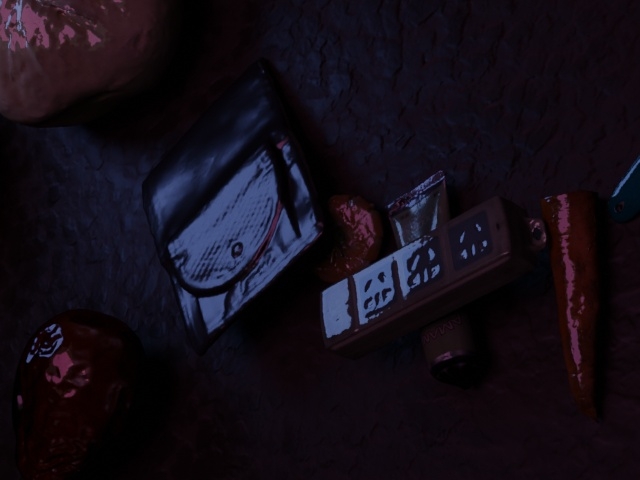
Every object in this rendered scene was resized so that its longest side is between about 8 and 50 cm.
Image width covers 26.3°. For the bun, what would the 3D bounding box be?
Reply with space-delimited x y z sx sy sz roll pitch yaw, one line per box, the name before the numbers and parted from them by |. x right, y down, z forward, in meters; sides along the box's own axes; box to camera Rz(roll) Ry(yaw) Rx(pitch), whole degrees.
bun | -0.334 -0.320 1.799 0.361 0.213 0.361 -14 69 40

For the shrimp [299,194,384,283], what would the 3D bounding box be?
shrimp | 0.000 0.000 1.550 0.180 0.041 0.099 -4 90 38

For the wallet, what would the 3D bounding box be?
wallet | -0.112 -0.043 1.623 0.247 0.041 0.323 -43 41 22

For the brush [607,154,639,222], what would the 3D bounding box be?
brush | 0.339 -0.090 1.290 0.043 0.032 0.193 54 125 31

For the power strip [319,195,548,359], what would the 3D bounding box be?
power strip | 0.104 0.040 1.370 0.272 0.052 0.078 -30 50 34

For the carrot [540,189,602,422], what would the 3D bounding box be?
carrot | 0.245 0.062 1.311 0.057 0.057 0.224 -11 74 38

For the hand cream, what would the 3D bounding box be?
hand cream | 0.119 0.045 1.424 0.086 0.055 0.235 -32 56 34

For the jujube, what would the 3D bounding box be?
jujube | -0.302 0.200 1.671 0.168 0.168 0.236 37 109 40
